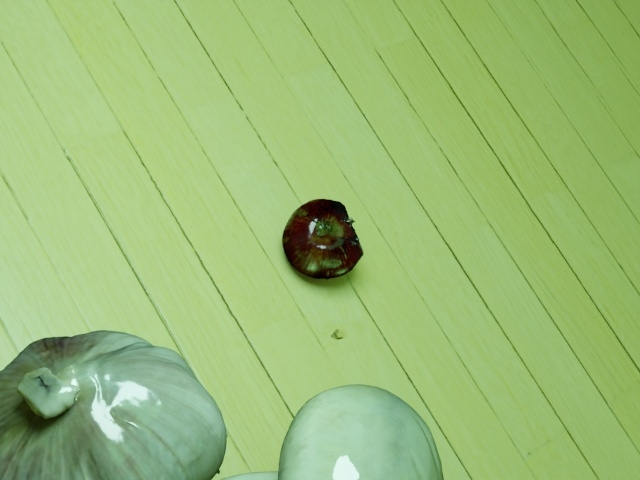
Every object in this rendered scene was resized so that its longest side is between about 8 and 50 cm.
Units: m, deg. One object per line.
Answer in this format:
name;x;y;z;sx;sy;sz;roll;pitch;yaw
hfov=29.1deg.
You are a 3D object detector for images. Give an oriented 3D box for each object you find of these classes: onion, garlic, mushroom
onion;0.000;0.000;1.768;0.118;0.118;0.117;-6;63;-30
garlic;-0.271;0.233;1.400;0.322;0.322;0.241;-33;109;-37
mushroom;0.022;0.333;1.474;0.356;0.315;0.315;-5;65;-41
